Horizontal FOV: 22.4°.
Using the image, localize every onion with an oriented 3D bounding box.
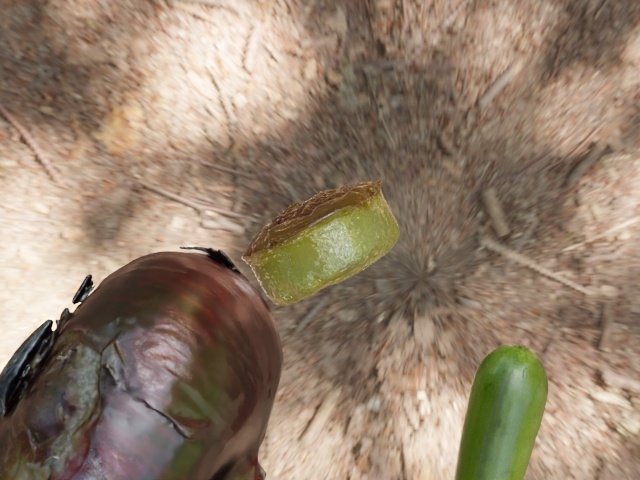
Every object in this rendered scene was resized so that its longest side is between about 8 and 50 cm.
[{"bbox_3d":[-0.136,0.155,1.277,0.232,0.314,0.314,28,91,5],"label":"onion"}]

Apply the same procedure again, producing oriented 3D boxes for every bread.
[{"bbox_3d":[0.003,-0.001,1.565,0.156,0.125,0.086,-28,95,-2],"label":"bread"}]

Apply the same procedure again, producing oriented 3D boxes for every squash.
[{"bbox_3d":[0.150,0.184,1.387,0.066,0.066,0.201,10,103,4],"label":"squash"}]
